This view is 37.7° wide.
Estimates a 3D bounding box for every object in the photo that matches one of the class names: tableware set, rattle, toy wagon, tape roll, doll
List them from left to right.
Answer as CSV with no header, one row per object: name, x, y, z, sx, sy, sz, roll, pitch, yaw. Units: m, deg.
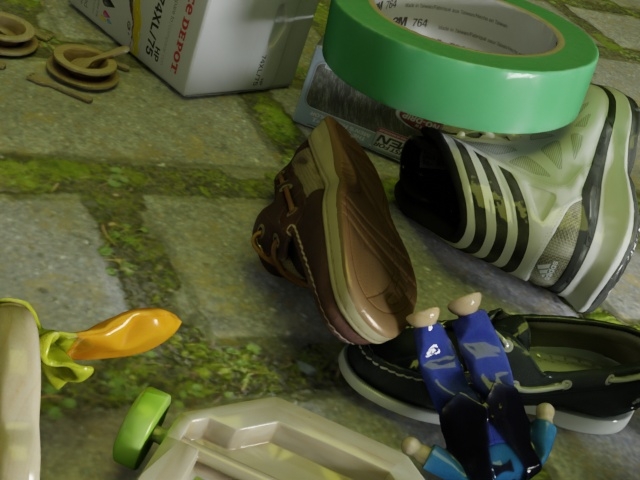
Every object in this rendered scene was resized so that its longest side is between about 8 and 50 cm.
tableware set,-0.329,-0.234,1.114,0.194,0.039,0.128,21,31,1
rattle,-0.153,0.132,0.585,0.143,0.130,0.200,19,26,-34
toy wagon,-0.037,0.227,0.557,0.267,0.068,0.344,23,32,4
tape roll,0.165,-0.233,1.122,0.321,0.077,0.321,9,32,-5
doll,0.124,0.142,0.746,0.129,0.046,0.189,-17,74,-10

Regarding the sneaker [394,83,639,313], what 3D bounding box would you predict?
sneaker,0.237,-0.115,1.145,0.257,0.169,0.447,23,34,-1

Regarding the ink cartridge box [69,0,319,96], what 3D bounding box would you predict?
ink cartridge box,-0.161,-0.344,1.232,0.197,0.198,0.270,-16,46,-46

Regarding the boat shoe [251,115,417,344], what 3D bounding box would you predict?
boat shoe,0.000,0.000,0.893,0.123,0.123,0.342,47,17,-29

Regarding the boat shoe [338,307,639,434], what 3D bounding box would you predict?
boat shoe,0.166,0.103,0.842,0.302,0.091,0.114,6,35,-23

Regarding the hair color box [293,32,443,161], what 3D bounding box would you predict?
hair color box,0.102,-0.251,1.328,0.185,0.113,0.374,21,32,1
